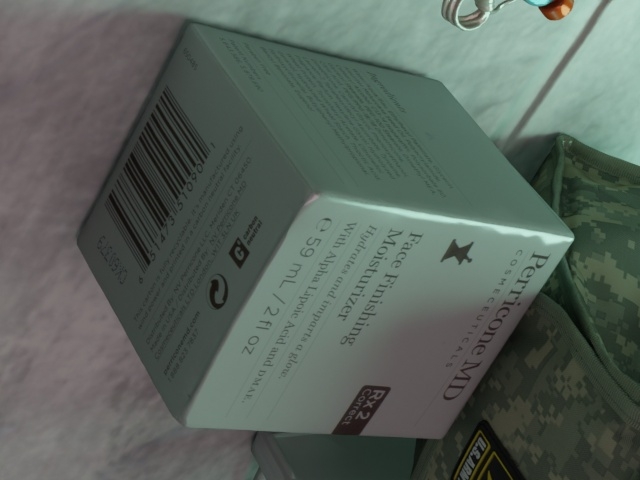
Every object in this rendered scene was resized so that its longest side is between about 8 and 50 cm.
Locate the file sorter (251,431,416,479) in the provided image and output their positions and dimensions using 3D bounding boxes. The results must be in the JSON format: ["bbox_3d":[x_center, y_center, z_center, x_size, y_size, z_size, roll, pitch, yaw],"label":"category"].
[{"bbox_3d":[0.086,0.247,1.151,0.278,0.193,0.173,0,130,-34],"label":"file sorter"}]

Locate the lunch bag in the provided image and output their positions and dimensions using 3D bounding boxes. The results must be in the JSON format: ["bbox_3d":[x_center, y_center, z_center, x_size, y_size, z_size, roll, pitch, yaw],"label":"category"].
[{"bbox_3d":[0.151,0.115,0.990,0.169,0.287,0.235,20,121,-3],"label":"lunch bag"}]

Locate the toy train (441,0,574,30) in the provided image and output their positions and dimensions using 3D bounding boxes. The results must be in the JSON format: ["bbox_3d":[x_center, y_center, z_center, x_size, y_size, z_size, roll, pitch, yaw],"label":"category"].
[{"bbox_3d":[0.111,-0.194,0.879,0.125,0.046,0.166,-5,127,-29],"label":"toy train"}]

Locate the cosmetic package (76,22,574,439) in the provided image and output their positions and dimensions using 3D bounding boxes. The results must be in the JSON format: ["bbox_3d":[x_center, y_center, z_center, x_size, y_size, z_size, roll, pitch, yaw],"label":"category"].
[{"bbox_3d":[0.000,0.000,0.897,0.184,0.151,0.151,8,123,-38],"label":"cosmetic package"}]
